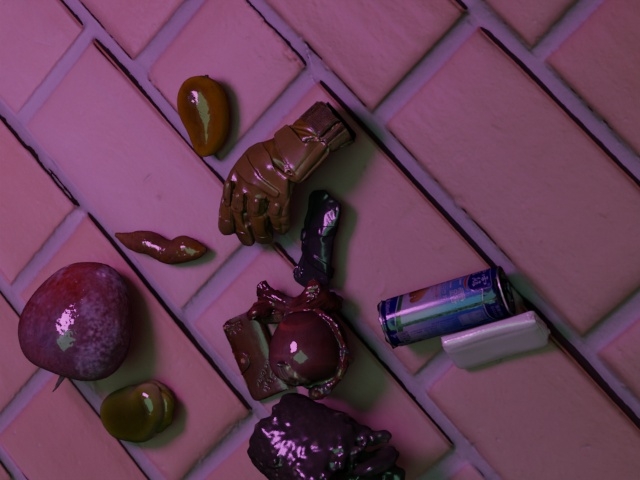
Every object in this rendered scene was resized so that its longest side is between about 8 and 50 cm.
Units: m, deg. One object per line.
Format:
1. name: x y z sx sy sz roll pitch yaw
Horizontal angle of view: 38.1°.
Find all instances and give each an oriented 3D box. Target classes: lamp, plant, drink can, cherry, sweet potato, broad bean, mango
1. lamp: -0.035 0.193 1.776 0.215 0.151 0.223 -8 60 27
2. plant: 0.012 0.417 1.730 0.276 0.188 0.199 28 65 29
3. drink can: 0.228 0.123 1.692 0.235 0.097 0.097 -19 87 21
4. cherry: -0.499 0.182 1.897 0.236 0.213 0.285 23 92 8
5. sweet potato: -0.331 0.014 1.908 0.218 0.051 0.065 8 100 20
6. broad bean: -0.378 0.357 1.940 0.174 0.082 0.124 -31 83 29
7. mango: -0.231 -0.247 1.842 0.103 0.076 0.161 -7 95 15

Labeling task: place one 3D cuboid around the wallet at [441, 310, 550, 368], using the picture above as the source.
1. wallet: 0.318 0.181 1.672 0.190 0.095 0.033 -18 46 19

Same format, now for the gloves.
1. gloves: -0.080 -0.125 1.755 0.331 0.141 0.154 -44 64 12

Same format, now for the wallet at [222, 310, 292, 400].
1. wallet: -0.130 0.231 1.864 0.095 0.026 0.176 -25 85 22

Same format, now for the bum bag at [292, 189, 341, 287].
1. bum bag: 0.000 0.000 1.792 0.087 0.049 0.197 17 101 42
